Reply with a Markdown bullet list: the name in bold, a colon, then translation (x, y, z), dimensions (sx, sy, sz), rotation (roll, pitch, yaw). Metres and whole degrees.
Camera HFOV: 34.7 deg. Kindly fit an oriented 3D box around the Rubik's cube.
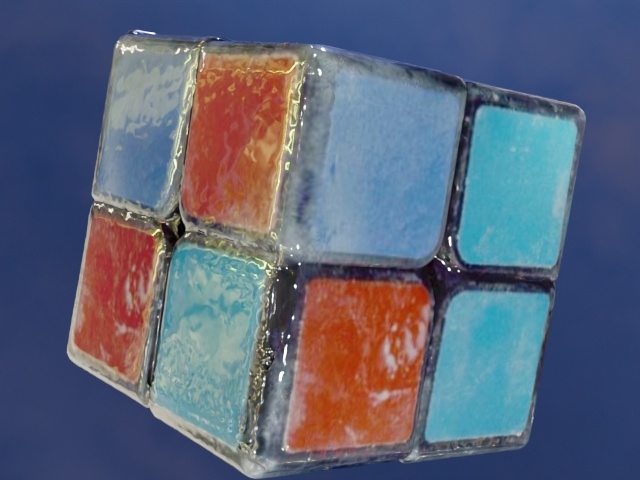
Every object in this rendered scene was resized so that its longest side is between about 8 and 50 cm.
- **Rubik's cube**: translation (0.000, 0.000, 0.895), dimensions (0.316, 0.313, 0.318), rotation (4, -82, -40)
